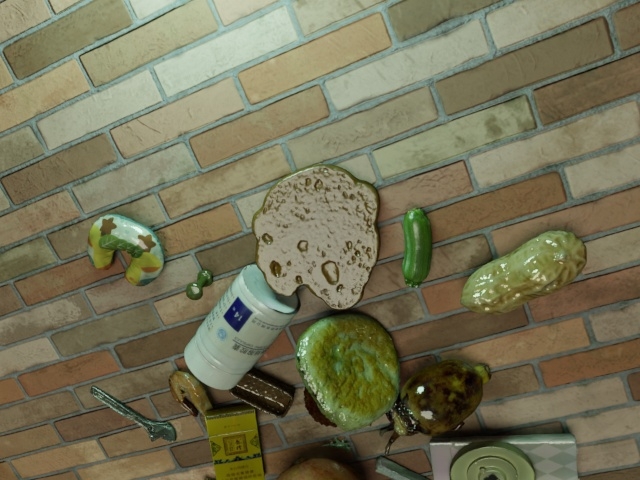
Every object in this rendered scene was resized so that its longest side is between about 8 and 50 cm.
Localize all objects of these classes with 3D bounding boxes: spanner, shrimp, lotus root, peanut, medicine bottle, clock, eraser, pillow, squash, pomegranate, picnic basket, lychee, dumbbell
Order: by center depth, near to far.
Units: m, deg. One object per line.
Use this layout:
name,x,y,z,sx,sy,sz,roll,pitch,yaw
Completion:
peanut,0.494,0.089,1.484,0.325,0.153,0.140,-30,97,14
squash,0.248,0.022,1.554,0.078,0.068,0.219,-1,111,-5
lotus root,0.328,0.413,1.617,0.314,0.141,0.169,-29,78,-13
medicine bottle,-0.222,0.244,1.671,0.190,0.190,0.332,37,113,-4
clock,0.478,0.661,1.682,0.235,0.029,0.234,4,112,10
dumbbell,-0.337,0.124,1.688,0.046,0.118,0.052,5,110,6
lychee,0.037,0.433,1.706,0.188,0.188,0.188,4,111,10
pillow,-0.554,0.029,1.725,0.234,0.086,0.214,25,124,-1
eraser,0.521,0.638,1.726,0.397,0.082,0.213,-6,109,14
pomegranate,-0.023,0.792,1.792,0.339,0.338,0.337,4,111,10
picnic basket,-0.174,0.451,1.815,0.194,0.055,0.110,26,115,1
shrimp,-0.397,0.505,1.884,0.133,0.053,0.236,-23,106,24
spanner,-0.612,0.569,1.968,0.326,0.026,0.093,32,113,-1

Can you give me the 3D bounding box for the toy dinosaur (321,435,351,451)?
toy dinosaur,0.053,0.631,1.856,0.083,0.021,0.062,-28,116,19

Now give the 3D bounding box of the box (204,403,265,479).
box,-0.265,0.646,1.894,0.153,0.041,0.278,-7,111,-6

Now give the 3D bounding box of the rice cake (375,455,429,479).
rice cake,0.265,0.720,1.834,0.211,0.043,0.034,26,121,1

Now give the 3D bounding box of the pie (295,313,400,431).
pie,0.082,0.340,1.618,0.323,0.323,0.070,46,148,-7

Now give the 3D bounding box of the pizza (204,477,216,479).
pizza,-0.340,0.845,2.003,0.161,0.062,0.182,44,118,-14

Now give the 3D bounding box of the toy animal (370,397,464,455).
toy animal,0.250,0.509,1.733,0.243,0.087,0.260,41,116,-7

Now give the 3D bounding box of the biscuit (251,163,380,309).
biscuit,0.000,0.000,1.565,0.359,0.074,0.380,-18,100,8
